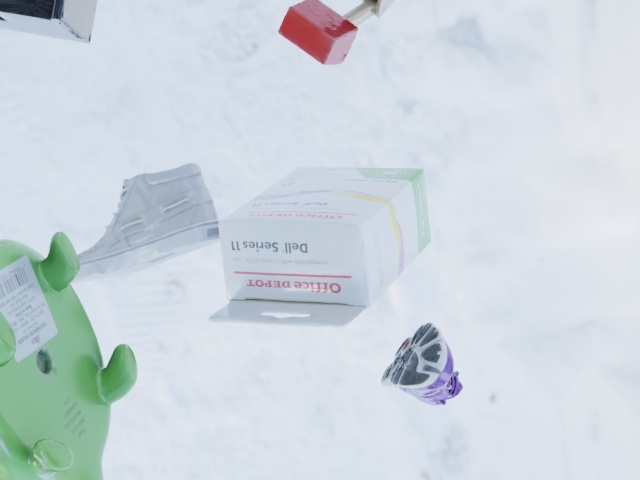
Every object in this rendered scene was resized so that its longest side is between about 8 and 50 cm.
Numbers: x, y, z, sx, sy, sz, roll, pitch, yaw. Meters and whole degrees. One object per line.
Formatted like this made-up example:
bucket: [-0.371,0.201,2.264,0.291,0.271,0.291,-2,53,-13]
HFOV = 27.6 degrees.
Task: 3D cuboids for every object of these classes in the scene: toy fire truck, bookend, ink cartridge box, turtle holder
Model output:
toy fire truck: [0.054,-0.217,1.024,0.192,0.047,0.135,-32,155,-55]
bookend: [-0.331,-0.270,1.397,0.157,0.156,0.072,10,90,2]
ink cartridge box: [0.000,0.000,1.755,0.207,0.353,0.119,1,109,21]
turtle holder: [-0.328,0.160,1.323,0.227,0.243,0.320,-16,131,21]

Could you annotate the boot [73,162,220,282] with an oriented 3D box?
boot: [-0.261,-0.025,1.838,0.258,0.123,0.095,-18,173,21]

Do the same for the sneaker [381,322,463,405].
sneaker: [0.108,0.123,1.236,0.071,0.170,0.068,30,83,0]
